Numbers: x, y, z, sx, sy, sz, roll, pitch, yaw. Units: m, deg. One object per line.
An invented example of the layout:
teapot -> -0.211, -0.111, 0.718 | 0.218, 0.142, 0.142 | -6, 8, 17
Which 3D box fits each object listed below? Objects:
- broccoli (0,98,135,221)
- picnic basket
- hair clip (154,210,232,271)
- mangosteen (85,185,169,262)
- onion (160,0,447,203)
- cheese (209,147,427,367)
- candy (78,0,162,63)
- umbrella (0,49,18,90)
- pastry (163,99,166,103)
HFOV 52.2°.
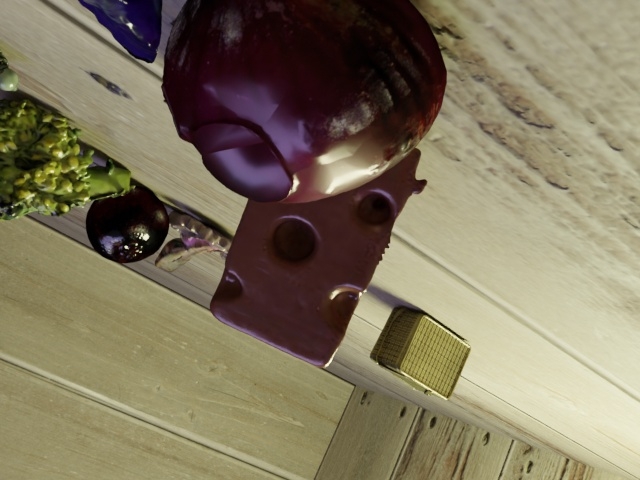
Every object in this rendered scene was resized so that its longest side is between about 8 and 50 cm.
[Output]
broccoli -> -0.437, -0.138, 1.024 | 0.242, 0.273, 0.180 | 22, 124, 54
picnic basket -> 0.179, 0.201, 1.162 | 0.164, 0.115, 0.080 | 35, 165, -33
hair clip -> -0.250, 0.009, 1.300 | 0.173, 0.069, 0.300 | 31, 155, -27
mangosteen -> -0.353, -0.036, 1.191 | 0.153, 0.152, 0.152 | 24, 166, 6
onion -> -0.029, -0.102, 0.379 | 0.173, 0.135, 0.198 | 12, 159, 34
cheese -> 0.010, -0.020, 0.600 | 0.128, 0.202, 0.177 | 23, -163, 4
candy -> -0.125, -0.191, 0.326 | 0.145, 0.070, 0.275 | 47, 162, -7
umbrella -> -0.431, -0.221, 0.795 | 0.144, 0.062, 0.067 | 28, 171, 5
pastry -> -0.088, -0.109, 0.618 | 0.140, 0.056, 0.080 | 33, 176, -35
